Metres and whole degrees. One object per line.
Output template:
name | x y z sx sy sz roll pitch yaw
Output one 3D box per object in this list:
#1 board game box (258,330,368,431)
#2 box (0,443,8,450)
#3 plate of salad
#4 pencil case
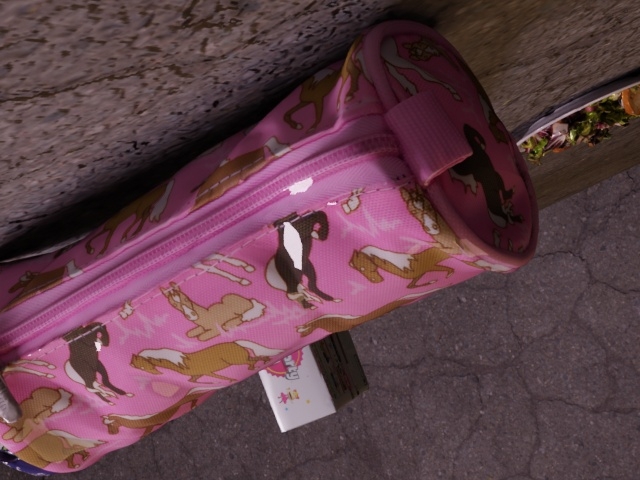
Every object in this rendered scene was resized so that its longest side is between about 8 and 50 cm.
board game box | -0.023 0.167 1.726 0.098 0.224 0.303 -22 174 10
box | -0.365 0.188 1.019 0.207 0.036 0.114 -17 142 -35
plate of salad | 0.309 -0.134 1.211 0.200 0.048 0.200 -24 174 -3
pencil case | -0.059 0.015 0.652 0.386 0.160 0.167 -27 -152 28
